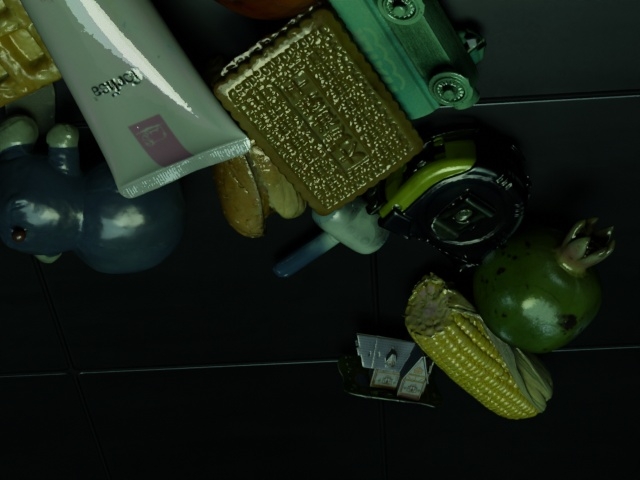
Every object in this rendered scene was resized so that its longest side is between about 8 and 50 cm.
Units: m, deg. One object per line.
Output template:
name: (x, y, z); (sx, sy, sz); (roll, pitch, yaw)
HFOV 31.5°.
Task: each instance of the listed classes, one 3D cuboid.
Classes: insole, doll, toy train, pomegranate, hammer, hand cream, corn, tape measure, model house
insole: (-0.386, -0.126, 1.531); (0.081, 0.011, 0.248); (3, 132, -7)
doll: (-0.308, -0.049, 1.516); (0.258, 0.154, 0.228); (3, 128, -20)
toy train: (0.095, -0.247, 1.371); (0.159, 0.101, 0.248); (-10, 134, 31)
pomegranate: (0.319, 0.050, 1.580); (0.187, 0.187, 0.225); (23, 134, -20)
hammer: (0.000, 0.000, 1.616); (0.116, 0.069, 0.194); (34, 130, -29)
hand cream: (-0.241, -0.218, 1.326); (0.185, 0.118, 0.358); (-21, 117, 15)
corn: (0.243, 0.165, 1.730); (0.122, 0.123, 0.305); (-32, 128, 22)
tape measure: (0.184, -0.063, 1.526); (0.199, 0.112, 0.186); (26, 126, -24)
model house: (0.119, 0.186, 1.772); (0.167, 0.117, 0.088); (11, 116, -8)

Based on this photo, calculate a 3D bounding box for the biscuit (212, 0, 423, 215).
biscuit: (0.002, -0.152, 1.374); (0.172, 0.029, 0.254); (-35, 126, 9)

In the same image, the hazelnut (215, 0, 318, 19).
hazelnut: (-0.043, -0.336, 1.227); (0.214, 0.176, 0.214); (-17, 157, -8)

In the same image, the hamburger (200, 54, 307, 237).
hamburger: (-0.092, -0.105, 1.472); (0.124, 0.131, 0.262); (-8, 128, 7)

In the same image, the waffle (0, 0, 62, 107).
waffle: (-0.446, -0.230, 1.395); (0.274, 0.057, 0.168); (-22, 126, 19)
